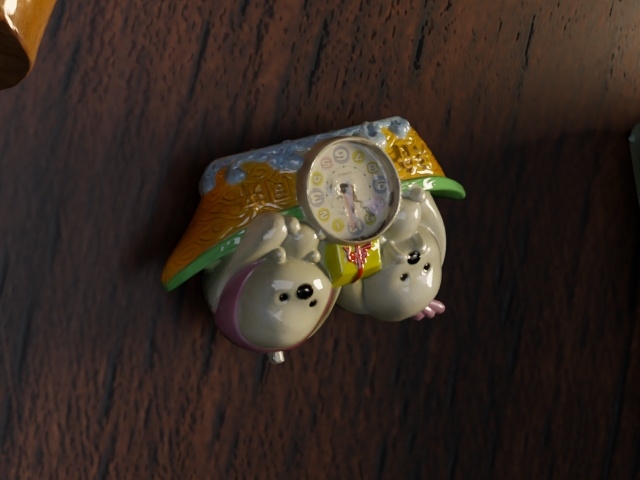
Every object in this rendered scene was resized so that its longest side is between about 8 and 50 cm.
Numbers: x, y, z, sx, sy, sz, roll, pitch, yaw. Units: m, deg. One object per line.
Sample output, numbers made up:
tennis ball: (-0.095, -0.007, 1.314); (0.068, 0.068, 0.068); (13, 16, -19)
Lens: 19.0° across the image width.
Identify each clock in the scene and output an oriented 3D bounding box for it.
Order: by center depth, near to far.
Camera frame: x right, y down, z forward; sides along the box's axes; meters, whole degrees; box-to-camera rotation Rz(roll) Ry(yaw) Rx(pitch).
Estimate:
clock: (0.000, 0.000, 1.285); (0.231, 0.103, 0.144); (-14, 91, -23)

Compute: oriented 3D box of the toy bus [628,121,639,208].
toy bus: (0.355, 0.048, 1.419); (0.190, 0.152, 0.312); (-14, 99, -23)

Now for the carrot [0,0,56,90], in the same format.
carrot: (-0.205, -0.236, 1.130); (0.196, 0.196, 0.254); (32, 70, -23)
